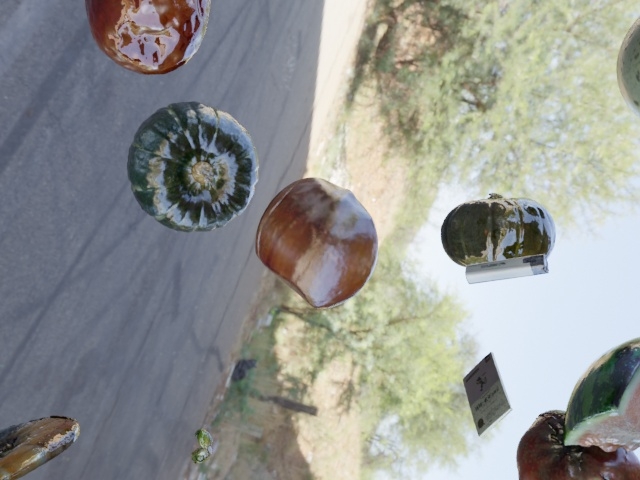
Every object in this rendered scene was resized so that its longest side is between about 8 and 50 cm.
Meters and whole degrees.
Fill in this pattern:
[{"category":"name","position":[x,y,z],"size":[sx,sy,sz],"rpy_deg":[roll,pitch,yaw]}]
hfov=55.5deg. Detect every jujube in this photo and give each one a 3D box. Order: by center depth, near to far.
[{"category":"jujube","position":[-0.253,-0.363,0.887],"size":[0.190,0.189,0.255],"rpy_deg":[103,-27,-47]}]

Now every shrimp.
[{"category":"shrimp","position":[-0.450,0.298,0.766],"size":[0.222,0.290,0.054],"rpy_deg":[-33,103,-64]}]

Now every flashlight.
[{"category":"flashlight","position":[0.194,0.030,0.634],"size":[0.018,0.083,0.018],"rpy_deg":[58,37,-31]}]

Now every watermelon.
[{"category":"watermelon","position":[0.420,0.180,0.823],"size":[0.231,0.128,0.146],"rpy_deg":[-45,136,-18]}]

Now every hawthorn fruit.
[{"category":"hawthorn fruit","position":[0.393,0.367,0.934],"size":[0.181,0.181,0.235],"rpy_deg":[-67,148,-45]}]

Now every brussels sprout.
[{"category":"brussels sprout","position":[-0.296,0.518,1.525],"size":[0.046,0.050,0.084],"rpy_deg":[-78,178,-86]}]

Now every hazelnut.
[{"category":"hazelnut","position":[0.000,0.000,0.722],"size":[0.143,0.154,0.143],"rpy_deg":[-29,140,-27]}]

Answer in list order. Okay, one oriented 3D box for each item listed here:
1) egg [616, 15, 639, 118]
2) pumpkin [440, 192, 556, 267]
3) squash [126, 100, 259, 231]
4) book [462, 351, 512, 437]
[{"category":"egg","position":[0.740,-0.351,1.200],"size":[0.379,0.287,0.288],"rpy_deg":[-29,142,-51]},{"category":"pumpkin","position":[0.346,-0.016,1.192],"size":[0.223,0.223,0.157],"rpy_deg":[47,42,-84]},{"category":"squash","position":[-0.243,-0.138,1.171],"size":[0.165,0.252,0.252],"rpy_deg":[-142,-112,-67]},{"category":"book","position":[0.413,0.382,1.516],"size":[0.127,0.014,0.182],"rpy_deg":[-57,-159,32]}]
